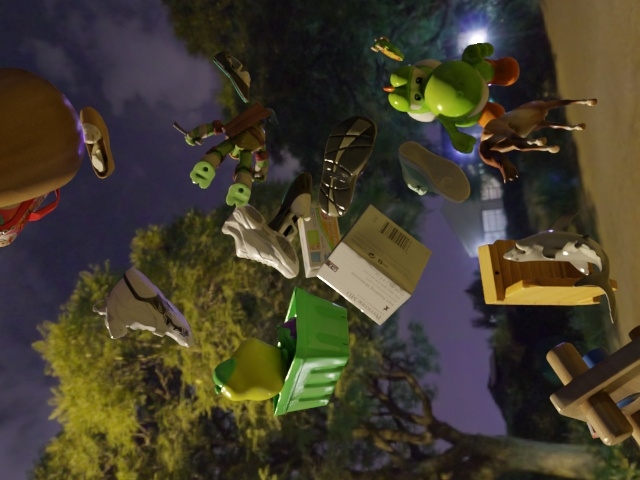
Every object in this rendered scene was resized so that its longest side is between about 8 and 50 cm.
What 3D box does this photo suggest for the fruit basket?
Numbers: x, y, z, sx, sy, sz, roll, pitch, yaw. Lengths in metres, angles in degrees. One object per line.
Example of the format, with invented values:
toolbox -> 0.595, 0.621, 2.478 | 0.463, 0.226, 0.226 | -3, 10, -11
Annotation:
fruit basket -> -0.124, 0.340, 1.713 | 0.283, 0.391, 0.392 | -92, -18, -44

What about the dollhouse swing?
dollhouse swing -> 0.739, 0.072, 1.921 | 0.305, 0.346, 0.315 | 93, 177, -60

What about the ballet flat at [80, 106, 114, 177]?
ballet flat -> -0.706, -0.304, 1.857 | 0.073, 0.080, 0.232 | -86, -10, -56

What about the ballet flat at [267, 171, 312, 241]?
ballet flat -> -0.086, -0.067, 1.750 | 0.281, 0.096, 0.095 | -57, -32, 6

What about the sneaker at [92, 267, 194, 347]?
sneaker -> -0.627, 0.287, 2.097 | 0.366, 0.210, 0.137 | 53, 173, -24

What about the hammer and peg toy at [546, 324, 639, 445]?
hammer and peg toy -> 0.465, 0.173, 0.764 | 0.361, 0.266, 0.127 | 27, -151, -45

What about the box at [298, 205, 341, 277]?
box -> 0.000, 0.000, 1.837 | 0.103, 0.114, 0.203 | 111, 151, -68

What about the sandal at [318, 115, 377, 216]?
sandal -> 0.069, -0.203, 1.583 | 0.086, 0.120, 0.303 | -41, -22, -51

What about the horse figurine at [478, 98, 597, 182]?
horse figurine -> 0.367, -0.198, 1.058 | 0.263, 0.174, 0.066 | -37, -59, -28

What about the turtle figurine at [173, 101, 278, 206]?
turtle figurine -> -0.221, -0.183, 1.384 | 0.266, 0.274, 0.198 | -79, -31, -50

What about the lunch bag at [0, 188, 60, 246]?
lunch bag -> -0.737, -0.132, 1.352 | 0.120, 0.258, 0.293 | 128, 162, -52

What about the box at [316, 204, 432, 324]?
box -> 0.118, 0.049, 1.268 | 0.181, 0.119, 0.182 | 38, -142, 1

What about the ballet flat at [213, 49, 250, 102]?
ballet flat -> -0.279, -0.551, 1.948 | 0.203, 0.074, 0.074 | 54, -165, 13

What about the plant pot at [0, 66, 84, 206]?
plant pot -> -0.566, -0.149, 0.984 | 0.254, 0.237, 0.237 | -78, -25, -65

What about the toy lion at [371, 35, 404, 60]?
toy lion -> 0.197, -0.540, 1.670 | 0.034, 0.096, 0.100 | -63, 14, 8

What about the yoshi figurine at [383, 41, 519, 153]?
yoshi figurine -> 0.292, -0.294, 1.186 | 0.362, 0.203, 0.204 | -14, -105, -45

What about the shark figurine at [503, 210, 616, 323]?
shark figurine -> 0.515, 0.044, 1.162 | 0.116, 0.166, 0.278 | 54, 176, -24

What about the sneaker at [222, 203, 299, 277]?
sneaker -> -0.153, 0.017, 1.494 | 0.232, 0.115, 0.090 | 47, -158, -2

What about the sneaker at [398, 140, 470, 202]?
sneaker -> 0.331, -0.168, 1.690 | 0.256, 0.094, 0.151 | 45, 168, 31

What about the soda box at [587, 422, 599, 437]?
soda box -> 0.773, 0.462, 1.674 | 0.058, 0.062, 0.183 | 57, -161, -51
